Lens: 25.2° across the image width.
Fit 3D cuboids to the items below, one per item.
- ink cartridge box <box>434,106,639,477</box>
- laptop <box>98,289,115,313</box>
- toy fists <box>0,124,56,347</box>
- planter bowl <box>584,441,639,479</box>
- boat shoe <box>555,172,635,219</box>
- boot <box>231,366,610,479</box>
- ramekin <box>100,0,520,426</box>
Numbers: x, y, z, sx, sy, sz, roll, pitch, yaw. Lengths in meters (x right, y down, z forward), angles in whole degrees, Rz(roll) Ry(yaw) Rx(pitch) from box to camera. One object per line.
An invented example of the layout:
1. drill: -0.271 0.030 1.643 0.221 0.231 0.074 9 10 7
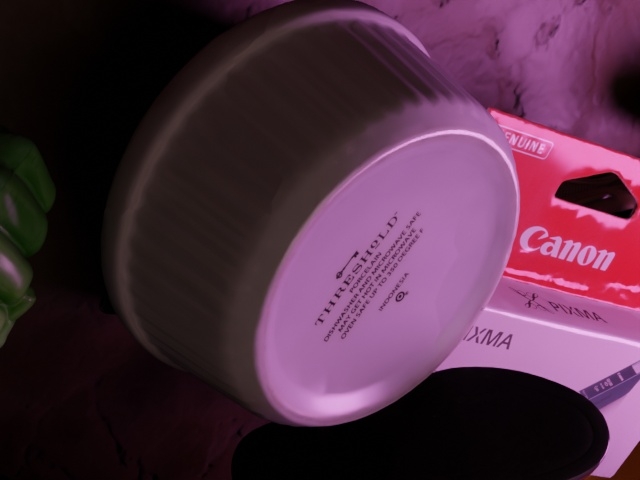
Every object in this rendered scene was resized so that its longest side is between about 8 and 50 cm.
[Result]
1. ink cartridge box: 0.181 0.055 1.109 0.296 0.066 0.261 13 117 -36
2. laptop: 0.000 0.000 1.014 0.234 0.137 0.264 -53 168 1
3. toy fists: -0.250 0.055 0.811 0.096 0.142 0.279 44 71 -38
4. planter bowl: 0.252 0.223 1.371 0.217 0.090 0.217 -6 133 -6
5. boat shoe: 0.269 0.004 1.253 0.341 0.110 0.121 -1 117 -37
6. boot: 0.101 0.194 1.060 0.264 0.096 0.280 -18 151 14
7. ramekin: 0.007 -0.005 0.903 0.273 0.127 0.272 -27 137 -29
